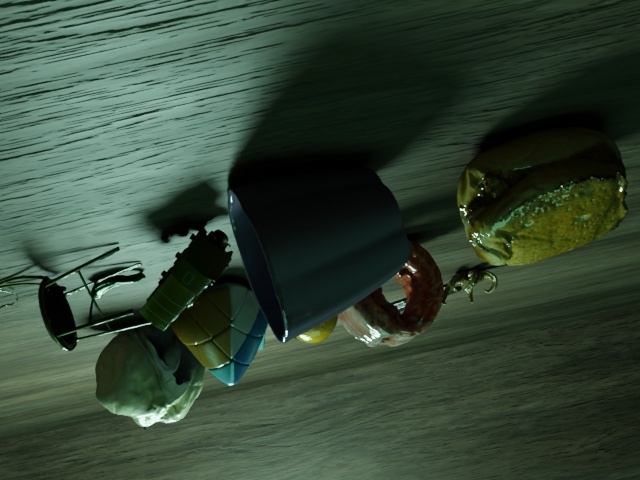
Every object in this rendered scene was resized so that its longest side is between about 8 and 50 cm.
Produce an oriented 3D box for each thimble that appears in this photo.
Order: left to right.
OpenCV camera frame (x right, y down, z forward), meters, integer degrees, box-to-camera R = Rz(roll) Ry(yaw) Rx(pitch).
[{"bbox_3d":[0.151,0.118,1.685,0.239,0.239,0.162,-6,162,-17],"label":"thimble"}]

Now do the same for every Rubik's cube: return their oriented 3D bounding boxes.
[{"bbox_3d":[-0.202,0.164,1.793,0.254,0.255,0.254,-11,163,-3],"label":"Rubik's cube"}]

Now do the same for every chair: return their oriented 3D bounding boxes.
[{"bbox_3d":[-0.497,0.128,1.428,0.325,0.170,0.160,-18,165,0],"label":"chair"}]

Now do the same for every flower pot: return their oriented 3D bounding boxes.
[{"bbox_3d":[0.000,0.000,1.224,0.243,0.265,0.265,-22,165,-12],"label":"flower pot"}]

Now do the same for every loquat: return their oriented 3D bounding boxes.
[{"bbox_3d":[-0.023,0.208,2.020,0.141,0.141,0.141,-11,163,-3],"label":"loquat"}]

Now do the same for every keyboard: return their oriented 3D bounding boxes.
[{"bbox_3d":[0.310,0.184,2.354,0.262,0.016,0.106,-24,160,33],"label":"keyboard"}]

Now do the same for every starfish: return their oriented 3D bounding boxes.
[{"bbox_3d":[0.410,0.130,2.149,0.189,0.074,0.146,6,154,-45],"label":"starfish"}]

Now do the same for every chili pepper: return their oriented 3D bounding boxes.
[{"bbox_3d":[-0.420,0.085,1.539,0.117,0.035,0.055,-22,175,3],"label":"chili pepper"}]

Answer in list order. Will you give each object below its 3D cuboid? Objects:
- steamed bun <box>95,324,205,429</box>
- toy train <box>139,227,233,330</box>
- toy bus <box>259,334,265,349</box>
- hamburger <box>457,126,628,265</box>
[{"bbox_3d":[-0.425,0.329,1.972,0.206,0.275,0.320,-48,-179,17],"label":"steamed bun"},{"bbox_3d":[-0.246,0.074,1.375,0.225,0.090,0.137,-47,-172,35],"label":"toy train"},{"bbox_3d":[-0.183,0.225,2.021,0.091,0.109,0.262,-4,161,-5],"label":"toy bus"},{"bbox_3d":[0.386,-0.073,1.317,0.284,0.174,0.304,-17,162,12],"label":"hamburger"}]
